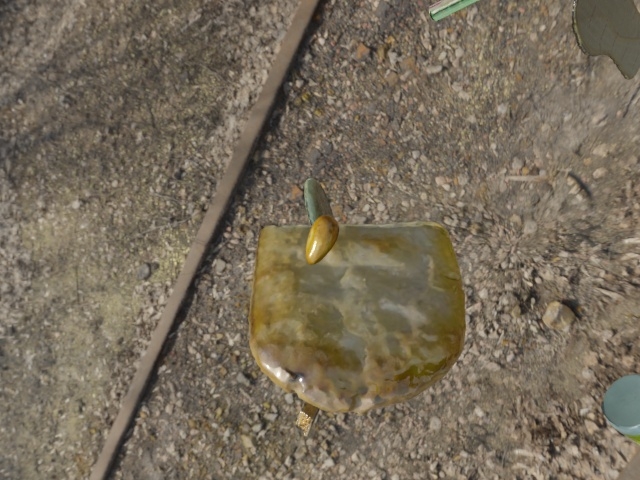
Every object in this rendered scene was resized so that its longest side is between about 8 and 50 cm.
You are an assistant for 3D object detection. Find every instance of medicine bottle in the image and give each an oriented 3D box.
[{"bbox_3d":[0.261,0.140,0.321,0.083,0.047,0.047,34,104,-4],"label":"medicine bottle"}]

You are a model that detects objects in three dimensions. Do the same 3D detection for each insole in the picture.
[{"bbox_3d":[0.454,-0.325,0.660,0.009,0.348,0.119,29,111,43],"label":"insole"}]

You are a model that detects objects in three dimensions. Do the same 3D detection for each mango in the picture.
[{"bbox_3d":[0.000,0.000,0.733,0.046,0.060,0.089,25,91,-22],"label":"mango"}]

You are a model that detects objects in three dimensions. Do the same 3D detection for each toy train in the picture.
[{"bbox_3d":[0.298,-0.505,0.898,0.148,0.071,0.038,5,125,56],"label":"toy train"}]

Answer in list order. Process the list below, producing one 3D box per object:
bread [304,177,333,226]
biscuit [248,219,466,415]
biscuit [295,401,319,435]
[{"bbox_3d":[0.003,-0.096,1.507,0.040,0.267,0.267,-15,83,14],"label":"bread"},{"bbox_3d":[0.073,0.122,0.848,0.428,0.104,0.446,-4,44,2],"label":"biscuit"},{"bbox_3d":[0.012,0.487,1.487,0.054,0.379,0.094,22,128,10],"label":"biscuit"}]
